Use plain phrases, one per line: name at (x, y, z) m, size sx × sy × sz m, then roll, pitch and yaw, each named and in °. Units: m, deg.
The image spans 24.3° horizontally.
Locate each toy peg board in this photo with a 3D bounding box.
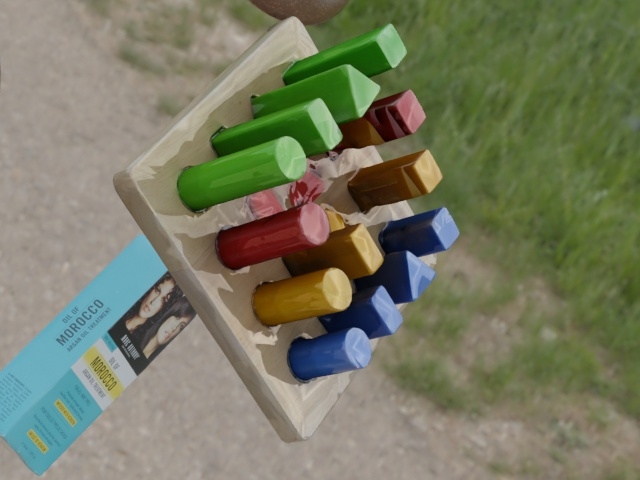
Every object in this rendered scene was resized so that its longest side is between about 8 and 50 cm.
toy peg board at (0.008, -0.015, 0.729) m, size 0.160 × 0.079 × 0.161 m, roll 58°, pitch 43°, yaw -18°

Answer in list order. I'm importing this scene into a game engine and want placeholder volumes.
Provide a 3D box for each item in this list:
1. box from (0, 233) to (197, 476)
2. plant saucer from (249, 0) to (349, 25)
box at (-0.232, 0.116, 1.499) m, size 0.060 × 0.100 × 0.244 m, roll 34°, pitch 71°, yaw 30°
plant saucer at (-0.020, -0.270, 1.167) m, size 0.198 × 0.036 × 0.198 m, roll 16°, pitch 68°, yaw -45°
